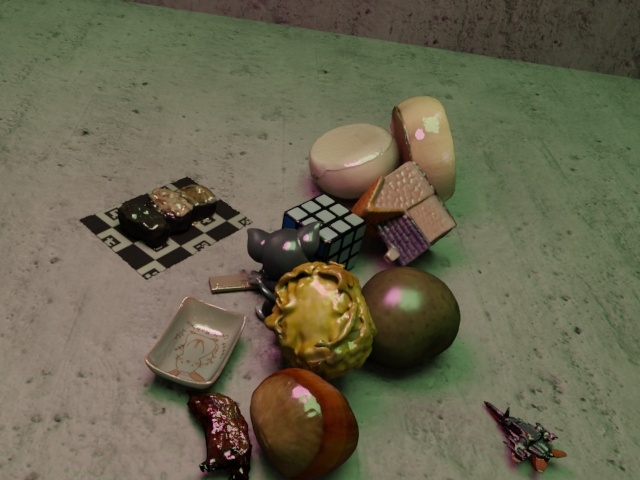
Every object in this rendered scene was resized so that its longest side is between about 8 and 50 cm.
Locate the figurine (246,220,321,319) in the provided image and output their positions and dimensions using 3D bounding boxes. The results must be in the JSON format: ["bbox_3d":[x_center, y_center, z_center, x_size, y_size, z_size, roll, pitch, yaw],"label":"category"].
[{"bbox_3d":[-0.101,0.086,1.397,0.192,0.140,0.265,0,50,21],"label":"figurine"}]

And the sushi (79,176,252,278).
[{"bbox_3d":[-0.405,-0.089,1.601,0.296,0.100,0.373,34,43,26],"label":"sushi"}]

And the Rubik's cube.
[{"bbox_3d":[0.000,0.000,1.549,0.162,0.161,0.163,34,43,26],"label":"Rubik's cube"}]

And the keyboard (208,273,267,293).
[{"bbox_3d":[-0.192,0.106,1.484,0.165,0.017,0.055,-4,36,-19],"label":"keyboard"}]

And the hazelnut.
[{"bbox_3d":[-0.025,0.337,1.115,0.214,0.176,0.214,31,26,-17],"label":"hazelnut"}]

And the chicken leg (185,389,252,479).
[{"bbox_3d":[-0.188,0.362,1.127,0.105,0.063,0.234,-1,38,-24],"label":"chicken leg"}]

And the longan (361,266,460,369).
[{"bbox_3d":[0.189,0.175,1.350,0.245,0.215,0.246,-6,61,10],"label":"longan"}]

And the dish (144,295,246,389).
[{"bbox_3d":[-0.260,0.227,1.263,0.151,0.077,0.212,18,38,4],"label":"dish"}]

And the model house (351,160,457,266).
[{"bbox_3d":[0.195,-0.049,1.638,0.237,0.202,0.237,-31,87,-32],"label":"model house"}]

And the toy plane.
[{"bbox_3d":[0.414,0.395,1.245,0.130,0.061,0.189,-16,46,-30],"label":"toy plane"}]

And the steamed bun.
[{"bbox_3d":[0.108,-0.230,1.838,0.282,0.177,0.283,-12,37,9],"label":"steamed bun"}]

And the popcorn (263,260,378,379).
[{"bbox_3d":[-0.004,0.166,1.244,0.190,0.250,0.250,21,22,-49],"label":"popcorn"}]

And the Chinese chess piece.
[{"bbox_3d":[0.312,-0.272,1.836,0.140,0.338,0.338,-11,40,2],"label":"Chinese chess piece"}]
